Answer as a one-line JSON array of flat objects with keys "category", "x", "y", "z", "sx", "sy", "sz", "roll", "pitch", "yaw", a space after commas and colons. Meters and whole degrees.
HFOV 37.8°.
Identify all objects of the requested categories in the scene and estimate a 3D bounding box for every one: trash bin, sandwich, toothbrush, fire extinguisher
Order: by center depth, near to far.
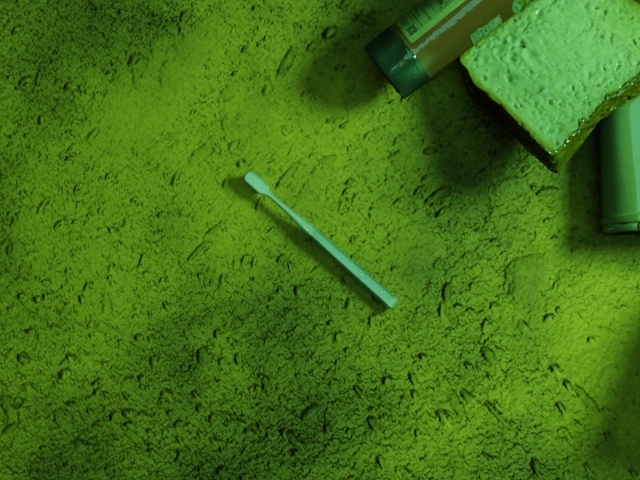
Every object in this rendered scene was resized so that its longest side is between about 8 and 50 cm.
[{"category": "fire extinguisher", "x": 0.244, "y": -0.404, "z": 1.538, "sx": 0.376, "sy": 0.200, "sz": 0.113, "roll": -36, "pitch": 125, "yaw": 13}, {"category": "sandwich", "x": 0.402, "y": -0.296, "z": 1.545, "sx": 0.301, "sy": 0.099, "sz": 0.271, "roll": -40, "pitch": 62, "yaw": 3}, {"category": "trash bin", "x": 0.591, "y": -0.138, "z": 1.571, "sx": 0.243, "sy": 0.121, "sz": 0.247, "roll": -2, "pitch": 88, "yaw": 13}, {"category": "toothbrush", "x": 0.000, "y": 0.000, "z": 1.600, "sx": 0.342, "sy": 0.030, "sz": 0.025, "roll": 41, "pitch": 88, "yaw": -2}]
